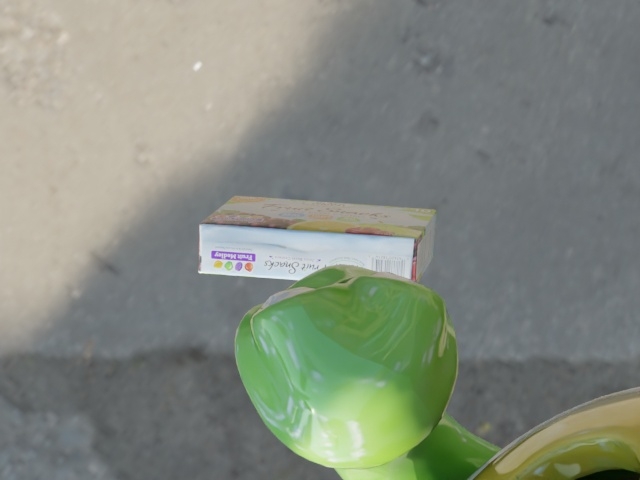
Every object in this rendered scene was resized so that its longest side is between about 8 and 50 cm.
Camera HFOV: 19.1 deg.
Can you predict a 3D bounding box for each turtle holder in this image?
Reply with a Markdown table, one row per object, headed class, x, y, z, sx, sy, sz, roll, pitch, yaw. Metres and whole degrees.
| class | x | y | z | sx | sy | sz | roll | pitch | yaw |
| --- | --- | --- | --- | --- | --- | --- | --- | --- | --- |
| turtle holder | 0.128 | 0.136 | 0.629 | 0.243 | 0.227 | 0.320 | -18 | 70 | 2 |

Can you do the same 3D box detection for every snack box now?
| class | x | y | z | sx | sy | sz | roll | pitch | yaw |
| --- | --- | --- | --- | --- | --- | --- | --- | --- | --- |
| snack box | 0.000 | 0.000 | 1.242 | 0.141 | 0.100 | 0.037 | 4 | 101 | 9 |
